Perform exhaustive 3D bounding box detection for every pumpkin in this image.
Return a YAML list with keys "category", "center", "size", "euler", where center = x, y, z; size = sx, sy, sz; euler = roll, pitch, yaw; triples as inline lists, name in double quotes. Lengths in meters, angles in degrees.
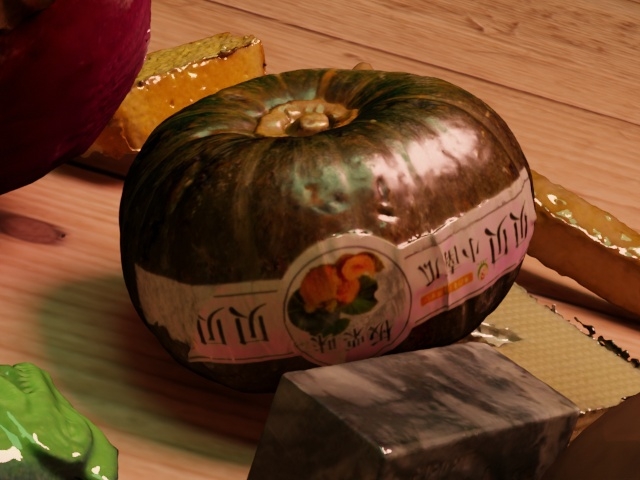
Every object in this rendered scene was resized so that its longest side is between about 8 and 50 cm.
- category: "pumpkin"
  center: [0.000, 0.003, 1.191]
  size: [0.260, 0.189, 0.260]
  euler: [-6, 24, 3]

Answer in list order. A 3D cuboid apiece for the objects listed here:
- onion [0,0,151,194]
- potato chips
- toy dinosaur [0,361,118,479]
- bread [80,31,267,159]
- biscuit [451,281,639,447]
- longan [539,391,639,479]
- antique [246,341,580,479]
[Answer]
- category: "onion"
  center: [-0.280, -0.120, 1.195]
  size: [0.348, 0.348, 0.385]
  euler: [13, 60, -7]
- category: "potato chips"
  center: [0.171, -0.021, 1.470]
  size: [0.407, 0.057, 0.080]
  euler: [31, 30, 13]
- category: "toy dinosaur"
  center: [-0.185, 0.175, 0.776]
  size: [0.374, 0.144, 0.500]
  euler: [15, 21, -38]
- category: "bread"
  center: [-0.127, -0.110, 1.456]
  size: [0.187, 0.065, 0.103]
  euler: [-21, 22, -35]
- category: "biscuit"
  center: [0.103, 0.066, 1.292]
  size: [0.147, 0.046, 0.250]
  euler: [-7, 32, -43]
- category: "longan"
  center: [0.217, 0.180, 0.825]
  size: [0.300, 0.243, 0.300]
  euler: [-20, 39, 17]
- category: "antique"
  center: [0.058, 0.120, 1.073]
  size: [0.183, 0.088, 0.086]
  euler: [-7, 33, -45]
